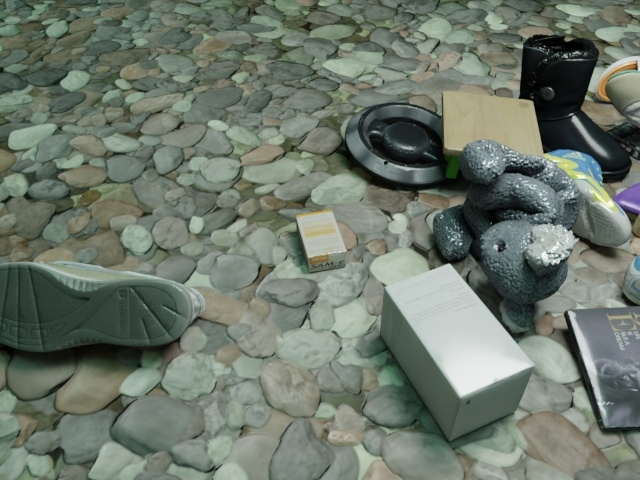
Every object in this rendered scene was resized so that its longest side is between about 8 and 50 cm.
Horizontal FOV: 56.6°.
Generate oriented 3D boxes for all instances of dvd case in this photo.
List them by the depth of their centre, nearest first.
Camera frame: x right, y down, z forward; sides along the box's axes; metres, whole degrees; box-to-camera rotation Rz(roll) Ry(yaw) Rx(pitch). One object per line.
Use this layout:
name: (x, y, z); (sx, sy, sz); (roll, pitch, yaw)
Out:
dvd case: (0.450, 0.159, 0.773); (0.221, 0.018, 0.165); (-2, 54, -2)

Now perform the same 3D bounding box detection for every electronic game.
electronic game: (0.158, -0.183, 1.111); (0.229, 0.048, 0.229); (4, 49, -5)

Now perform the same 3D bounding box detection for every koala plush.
koala plush: (0.283, 0.000, 0.837); (0.203, 0.196, 0.221); (9, 41, -4)

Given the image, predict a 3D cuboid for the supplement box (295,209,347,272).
supplement box: (0.000, 0.000, 0.940); (0.062, 0.036, 0.098); (-9, 46, -8)

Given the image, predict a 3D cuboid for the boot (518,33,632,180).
boot: (0.453, -0.238, 1.052); (0.246, 0.207, 0.094); (34, 56, 30)

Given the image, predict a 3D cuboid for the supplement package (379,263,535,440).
supplement package: (0.164, 0.137, 0.754); (0.105, 0.105, 0.179); (-17, 47, -17)

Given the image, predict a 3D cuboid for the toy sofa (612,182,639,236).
toy sofa: (0.666, -0.125, 0.976); (0.362, 0.150, 0.177); (-26, 52, -23)

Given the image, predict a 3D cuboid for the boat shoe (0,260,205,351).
boat shoe: (-0.324, 0.088, 0.822); (0.320, 0.103, 0.118); (0, 90, 5)

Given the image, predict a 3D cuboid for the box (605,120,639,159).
box: (0.596, -0.192, 1.135); (0.067, 0.018, 0.083); (-26, 50, -23)

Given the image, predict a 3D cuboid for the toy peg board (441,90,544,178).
toy peg board: (0.286, -0.173, 1.032); (0.160, 0.079, 0.161); (7, 50, 2)

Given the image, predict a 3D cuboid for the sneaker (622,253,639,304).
sneaker: (0.558, 0.051, 0.849); (0.237, 0.086, 0.085); (-2, 44, -3)

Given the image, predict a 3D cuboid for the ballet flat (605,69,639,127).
ballet flat: (0.603, -0.237, 1.083); (0.248, 0.086, 0.086); (8, 35, -39)

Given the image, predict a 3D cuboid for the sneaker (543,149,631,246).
sneaker: (0.442, -0.089, 0.986); (0.126, 0.091, 0.240); (-20, 47, -19)

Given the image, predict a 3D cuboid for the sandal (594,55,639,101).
sandal: (0.693, -0.301, 1.185); (0.265, 0.102, 0.076); (5, 43, 3)
